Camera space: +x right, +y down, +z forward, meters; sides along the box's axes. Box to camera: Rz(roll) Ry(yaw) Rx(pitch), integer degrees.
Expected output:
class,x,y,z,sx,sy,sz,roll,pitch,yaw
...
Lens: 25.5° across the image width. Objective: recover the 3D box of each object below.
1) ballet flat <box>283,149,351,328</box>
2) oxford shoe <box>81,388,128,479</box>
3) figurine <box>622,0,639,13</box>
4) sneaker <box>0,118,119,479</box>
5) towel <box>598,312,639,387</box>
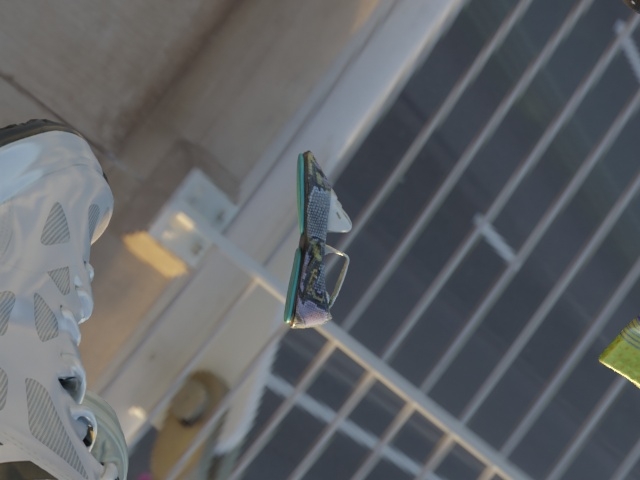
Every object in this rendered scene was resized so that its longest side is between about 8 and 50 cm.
class,x,y,z,sx,sy,sz,roll,pitch,yaw
ballet flat,0.000,0.000,0.901,0.041,0.041,0.114,-5,103,-50
oxford shoe,-0.330,0.223,0.918,0.449,0.130,0.169,-34,122,-6
figurine,0.137,-0.217,0.519,0.215,0.209,0.092,-31,-163,49
sneaker,-0.191,0.092,0.820,0.169,0.257,0.447,-40,-179,21
towel,0.136,0.030,0.448,0.083,0.060,0.009,-47,-176,33
